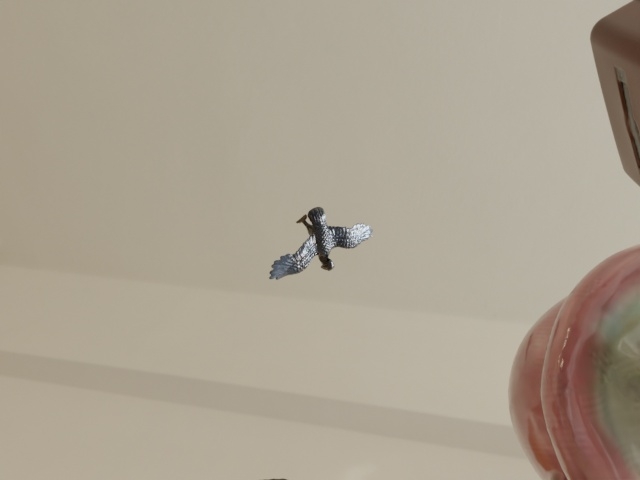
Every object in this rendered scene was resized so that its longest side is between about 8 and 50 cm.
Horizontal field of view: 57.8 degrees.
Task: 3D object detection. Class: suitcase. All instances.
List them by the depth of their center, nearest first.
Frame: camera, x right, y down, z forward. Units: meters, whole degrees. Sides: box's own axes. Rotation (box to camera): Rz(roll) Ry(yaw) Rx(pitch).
[{"bbox_3d":[0.509,-0.190,0.799,0.161,0.236,0.297,-26,-61,12],"label":"suitcase"}]

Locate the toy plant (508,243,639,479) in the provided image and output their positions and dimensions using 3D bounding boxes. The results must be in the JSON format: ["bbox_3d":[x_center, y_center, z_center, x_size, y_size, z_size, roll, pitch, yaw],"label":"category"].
[{"bbox_3d":[0.262,0.106,0.322,0.317,0.210,0.356,40,-19,10],"label":"toy plant"}]

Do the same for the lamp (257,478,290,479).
[{"bbox_3d":[-0.048,0.325,0.437,0.304,0.257,0.303,5,-52,6],"label":"lamp"}]

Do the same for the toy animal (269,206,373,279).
[{"bbox_3d":[0.000,0.000,0.979,0.062,0.220,0.107,-24,-94,61],"label":"toy animal"}]
